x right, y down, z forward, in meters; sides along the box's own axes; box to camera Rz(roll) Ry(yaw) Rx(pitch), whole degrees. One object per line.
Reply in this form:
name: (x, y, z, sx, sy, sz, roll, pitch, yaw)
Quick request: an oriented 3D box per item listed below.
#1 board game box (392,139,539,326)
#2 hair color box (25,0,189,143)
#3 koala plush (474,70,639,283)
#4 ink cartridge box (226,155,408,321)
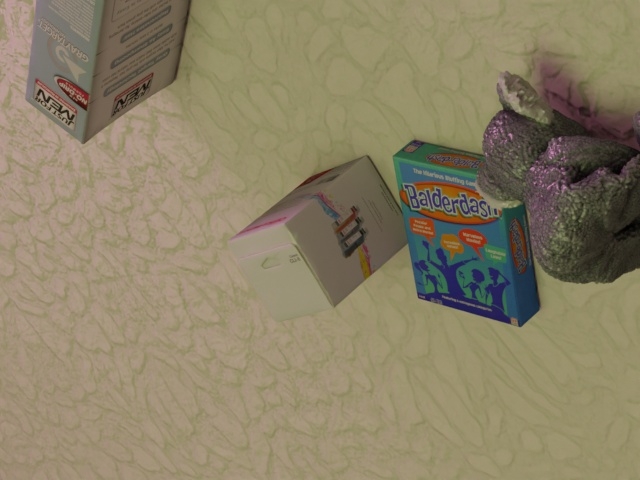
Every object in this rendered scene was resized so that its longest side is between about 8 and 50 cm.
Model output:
board game box: (0.177, -0.009, 2.229, 0.160, 0.047, 0.210, 14, 129, 38)
hair color box: (-0.256, -0.319, 2.302, 0.113, 0.185, 0.374, 36, 140, 18)
koala plush: (0.259, -0.075, 1.995, 0.221, 0.203, 0.196, 42, 143, 31)
ink cartridge box: (0.000, 0.000, 2.310, 0.128, 0.176, 0.127, -17, 107, 51)
